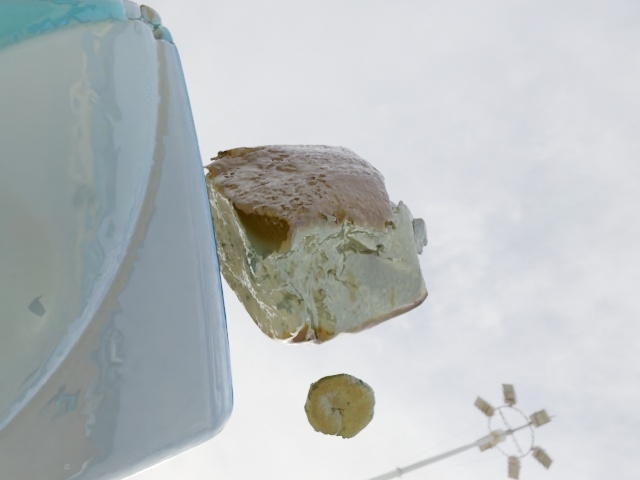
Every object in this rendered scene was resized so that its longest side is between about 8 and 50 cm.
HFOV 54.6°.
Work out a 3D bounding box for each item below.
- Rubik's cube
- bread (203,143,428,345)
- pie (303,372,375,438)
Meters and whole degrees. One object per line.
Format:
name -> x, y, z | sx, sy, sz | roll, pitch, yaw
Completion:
Rubik's cube -> -0.293, 0.012, 0.517 | 0.347, 0.352, 0.352 | 7, -75, 64
bread -> 0.000, 0.000, 0.826 | 0.250, 0.279, 0.225 | 43, -43, 47
pie -> 0.023, 0.189, 0.712 | 0.020, 0.084, 0.084 | -119, -146, -79
